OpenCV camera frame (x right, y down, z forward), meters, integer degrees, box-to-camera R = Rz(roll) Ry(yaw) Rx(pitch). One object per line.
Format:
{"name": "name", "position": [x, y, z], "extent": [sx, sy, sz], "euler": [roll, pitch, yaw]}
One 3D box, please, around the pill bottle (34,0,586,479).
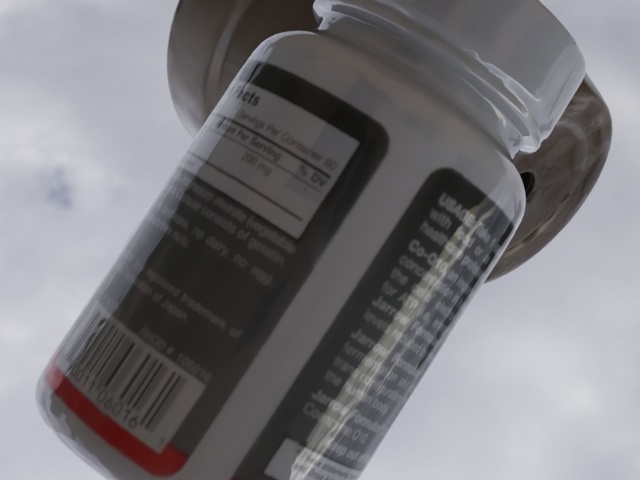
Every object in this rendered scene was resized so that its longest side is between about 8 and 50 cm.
{"name": "pill bottle", "position": [0.000, 0.000, 0.545], "extent": [0.161, 0.161, 0.283], "euler": [32, -93, 19]}

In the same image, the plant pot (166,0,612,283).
{"name": "plant pot", "position": [0.076, -0.118, 0.914], "extent": [0.323, 0.323, 0.280], "euler": [-18, -131, -30]}
